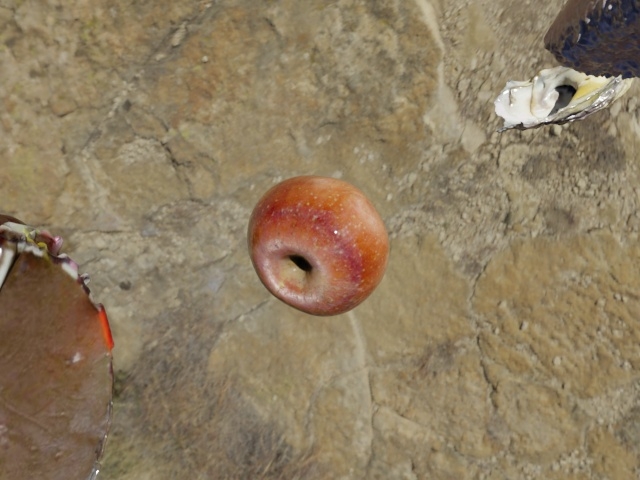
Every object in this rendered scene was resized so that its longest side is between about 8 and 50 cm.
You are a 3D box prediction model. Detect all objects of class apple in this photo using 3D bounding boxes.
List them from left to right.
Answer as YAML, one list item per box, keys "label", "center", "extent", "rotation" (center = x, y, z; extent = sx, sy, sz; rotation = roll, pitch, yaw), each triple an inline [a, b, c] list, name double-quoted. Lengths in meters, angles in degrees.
- label: "apple"
  center: [0.000, 0.000, 0.967]
  extent: [0.201, 0.162, 0.201]
  rotation: [18, 130, 23]

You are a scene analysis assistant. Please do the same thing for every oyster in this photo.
- label: "oyster"
  center: [0.505, -0.301, 1.516]
  extent: [0.271, 0.275, 0.100]
  rotation: [13, 148, 32]

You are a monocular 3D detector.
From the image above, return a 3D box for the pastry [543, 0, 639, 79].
- label: "pastry"
  center: [0.271, -0.193, 0.547]
  extent: [0.112, 0.265, 0.102]
  rotation: [18, 82, -22]

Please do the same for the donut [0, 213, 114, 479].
- label: "donut"
  center: [-0.288, 0.117, 0.545]
  extent: [0.136, 0.259, 0.344]
  rotation: [14, 118, 33]
